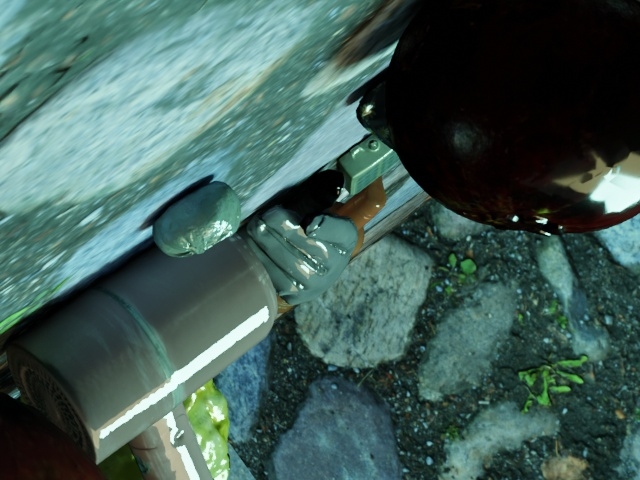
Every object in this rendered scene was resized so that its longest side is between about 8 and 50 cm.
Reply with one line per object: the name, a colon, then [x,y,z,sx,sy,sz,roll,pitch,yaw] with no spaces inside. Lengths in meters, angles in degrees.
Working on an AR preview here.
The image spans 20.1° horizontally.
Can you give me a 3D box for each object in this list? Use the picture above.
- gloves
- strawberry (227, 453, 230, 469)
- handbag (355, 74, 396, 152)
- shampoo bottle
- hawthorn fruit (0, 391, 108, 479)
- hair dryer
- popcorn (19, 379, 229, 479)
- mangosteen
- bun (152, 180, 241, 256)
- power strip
gloves: [-0.020,-0.002,1.959,0.285,0.119,0.142,87,26,-81]
strawberry: [-0.256,0.262,2.320,0.234,0.234,0.178,-39,155,31]
handbag: [0.110,-0.097,1.573,0.115,0.139,0.072,-37,-176,-2]
shampoo bottle: [0.000,0.002,2.236,0.244,0.085,0.085,-42,174,40]
hawthorn fruit: [-0.278,0.249,1.322,0.316,0.316,0.316,-36,176,-3]
hair dryer: [-0.121,0.172,1.605,0.210,0.352,0.125,-36,-141,-26]
popcorn: [-0.199,0.195,1.748,0.212,0.259,0.259,6,-157,33]
mangosteen: [0.171,-0.135,1.364,0.235,0.235,0.261,117,-16,-81]
bun: [-0.097,-0.014,1.437,0.083,0.045,0.083,-31,175,-3]
power strip: [0.058,-0.091,1.990,0.080,0.029,0.227,-36,176,-2]
